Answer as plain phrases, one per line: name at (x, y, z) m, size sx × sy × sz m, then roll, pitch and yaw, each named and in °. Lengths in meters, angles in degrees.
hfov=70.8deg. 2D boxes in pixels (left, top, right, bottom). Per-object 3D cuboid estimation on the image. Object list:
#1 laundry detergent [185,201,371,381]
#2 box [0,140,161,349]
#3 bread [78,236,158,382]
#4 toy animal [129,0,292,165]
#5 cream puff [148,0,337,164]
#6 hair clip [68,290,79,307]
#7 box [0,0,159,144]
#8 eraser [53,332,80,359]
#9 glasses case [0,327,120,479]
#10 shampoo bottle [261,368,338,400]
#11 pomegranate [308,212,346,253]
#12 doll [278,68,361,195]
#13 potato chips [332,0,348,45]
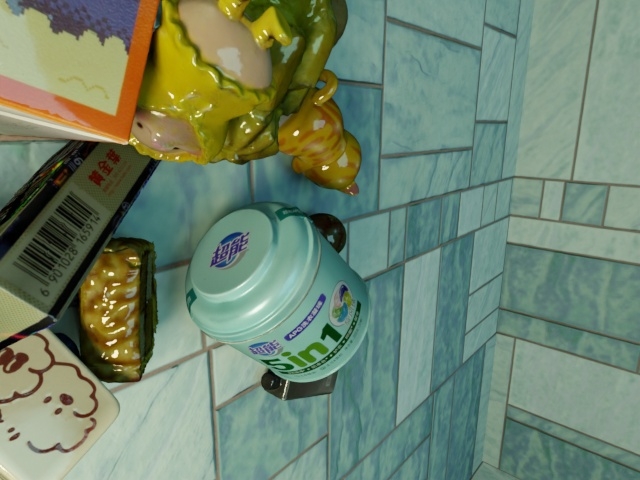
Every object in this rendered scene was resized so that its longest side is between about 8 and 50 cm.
laundry detergent at (-0.088, 0.095, 0.891) m, size 0.305 × 0.287 × 0.288 m, roll 48°, pitch 63°, yaw -46°
box at (-0.311, -0.024, 0.525) m, size 0.084 × 0.198 × 0.310 m, roll 47°, pitch 34°, yaw -31°
bread at (-0.315, 0.102, 0.712) m, size 0.095 × 0.181 × 0.223 m, roll 1°, pitch 98°, yaw -13°
toy animal at (-0.134, -0.180, 0.490) m, size 0.156 × 0.229 × 0.156 m, roll 31°, pitch 47°, yaw -39°
cream puff at (-0.124, -0.267, 0.692) m, size 0.378 × 0.378 × 0.276 m, roll -27°, pitch 83°, yaw -44°
hair clip at (-0.423, 0.043, 0.657) m, size 0.124 × 0.052 × 0.195 m, roll -57°, pitch 142°, yaw -16°
box at (-0.371, -0.258, 0.401) m, size 0.318 × 0.348 × 0.257 m, roll 10°, pitch 92°, yaw -50°
eraser at (-0.491, 0.246, 0.584) m, size 0.332 × 0.101 × 0.155 m, roll -15°, pitch 111°, yaw -47°
glasses case at (-0.410, 0.146, 0.545) m, size 0.337 × 0.076 × 0.144 m, roll 55°, pitch 44°, yaw -17°
shampoo bottle at (-0.055, 0.356, 1.163) m, size 0.246 × 0.079 × 0.080 m, roll 17°, pitch 85°, yaw -51°
pomegranate at (0.004, -0.004, 1.110) m, size 0.130 × 0.130 × 0.131 m, roll -17°, pitch 113°, yaw -47°
doll at (-0.004, -0.225, 1.013) m, size 0.270 × 0.162 × 0.167 m, roll 52°, pitch 45°, yaw -56°
potato chips at (0.001, -0.528, 1.012) m, size 0.196 × 0.061 × 0.208 m, roll -58°, pitch 140°, yaw -20°
